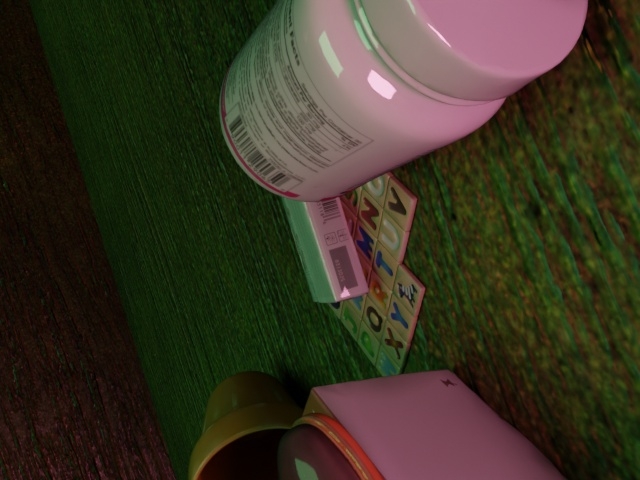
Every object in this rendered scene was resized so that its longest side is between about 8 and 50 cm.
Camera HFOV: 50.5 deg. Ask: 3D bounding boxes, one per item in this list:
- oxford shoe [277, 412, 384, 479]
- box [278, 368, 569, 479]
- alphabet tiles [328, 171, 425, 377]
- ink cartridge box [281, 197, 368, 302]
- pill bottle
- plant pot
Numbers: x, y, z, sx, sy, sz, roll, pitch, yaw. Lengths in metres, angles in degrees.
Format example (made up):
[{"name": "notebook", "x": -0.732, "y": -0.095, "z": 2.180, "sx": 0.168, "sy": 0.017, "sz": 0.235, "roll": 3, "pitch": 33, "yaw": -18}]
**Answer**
[{"name": "oxford shoe", "x": 0.008, "y": 0.247, "z": 0.429, "sx": 0.097, "sy": 0.098, "sz": 0.272, "roll": -40, "pitch": 59, "yaw": 45}, {"name": "box", "x": 0.061, "y": 0.317, "z": 0.581, "sx": 0.215, "sy": 0.168, "sz": 0.346, "roll": 42, "pitch": 122, "yaw": 46}, {"name": "alphabet tiles", "x": 0.047, "y": 0.018, "z": 0.736, "sx": 0.198, "sy": 0.009, "sz": 0.237, "roll": 51, "pitch": 147, "yaw": 40}, {"name": "ink cartridge box", "x": 0.000, "y": 0.000, "z": 0.787, "sx": 0.179, "sy": 0.045, "sz": 0.146, "roll": 144, "pitch": 109, "yaw": -82}, {"name": "pill bottle", "x": 0.039, "y": -0.131, "z": 0.492, "sx": 0.283, "sy": 0.160, "sz": 0.161, "roll": -19, "pitch": 87, "yaw": 64}, {"name": "plant pot", "x": -0.093, "y": 0.294, "z": 0.984, "sx": 0.188, "sy": 0.205, "sz": 0.205, "roll": -123, "pitch": 27, "yaw": -63}]
